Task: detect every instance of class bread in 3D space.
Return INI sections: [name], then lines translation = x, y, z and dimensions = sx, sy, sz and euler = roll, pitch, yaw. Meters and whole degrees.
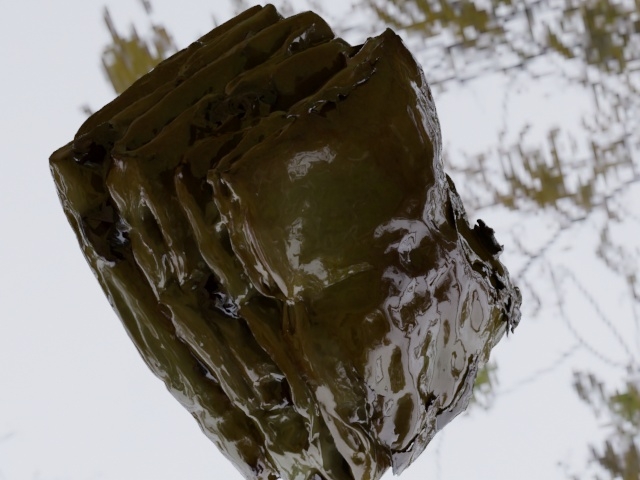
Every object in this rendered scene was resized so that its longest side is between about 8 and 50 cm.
[bread]
translation = 0.000, 0.000, 1.162
dimensions = 0.167, 0.324, 0.277
euler = -19, -161, 50
